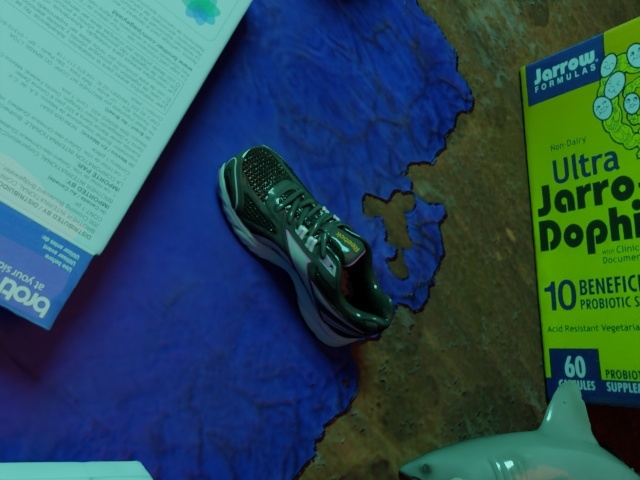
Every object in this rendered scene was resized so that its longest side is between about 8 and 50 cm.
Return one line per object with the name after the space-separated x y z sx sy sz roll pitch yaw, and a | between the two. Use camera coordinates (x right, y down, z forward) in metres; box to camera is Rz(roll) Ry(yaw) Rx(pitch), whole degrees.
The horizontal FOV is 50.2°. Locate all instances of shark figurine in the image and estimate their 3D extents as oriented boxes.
0.226 0.185 0.592 0.278 0.166 0.116 19 62 -31 | shark figurine

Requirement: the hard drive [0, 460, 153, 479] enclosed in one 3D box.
-0.266 0.215 0.294 0.353 0.047 0.233 11 91 -32 | hard drive

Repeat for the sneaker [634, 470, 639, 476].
0.343 0.265 0.723 0.109 0.044 0.040 15 73 -33 | sneaker

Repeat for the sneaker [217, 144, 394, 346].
0.000 0.000 0.515 0.178 0.077 0.072 52 58 -15 | sneaker

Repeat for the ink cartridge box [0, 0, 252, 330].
-0.173 -0.121 0.429 0.186 0.065 0.311 35 63 -24 | ink cartridge box

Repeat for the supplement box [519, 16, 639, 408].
0.348 -0.020 0.680 0.195 0.194 0.356 2 81 -33 | supplement box
